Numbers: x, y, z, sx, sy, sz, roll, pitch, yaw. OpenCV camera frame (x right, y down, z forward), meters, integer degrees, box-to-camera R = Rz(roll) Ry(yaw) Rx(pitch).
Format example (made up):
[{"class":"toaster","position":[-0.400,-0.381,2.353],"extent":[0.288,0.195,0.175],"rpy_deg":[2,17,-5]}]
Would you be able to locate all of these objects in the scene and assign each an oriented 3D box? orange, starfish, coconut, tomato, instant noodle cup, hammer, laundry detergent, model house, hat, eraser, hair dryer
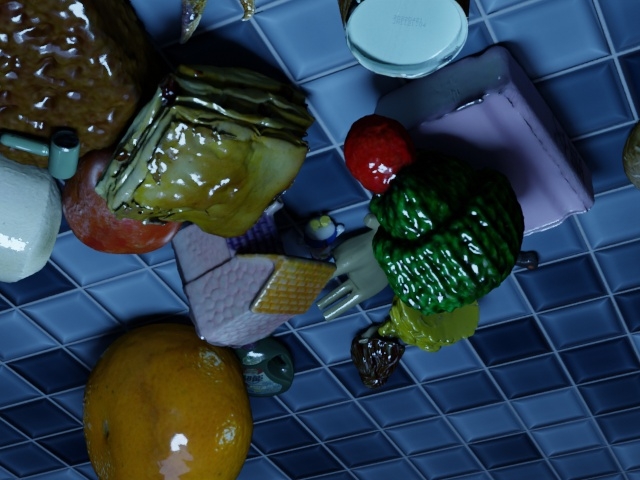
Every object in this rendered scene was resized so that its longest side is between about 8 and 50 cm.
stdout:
[{"class":"orange","position":[-0.318,0.384,2.351],"extent":[0.326,0.424,0.424],"rpy_deg":[-8,150,-36]},{"class":"starfish","position":[-0.202,-0.397,1.632],"extent":[0.238,0.071,0.216],"rpy_deg":[22,143,-11]},{"class":"coconut","position":[-0.594,-0.053,1.927],"extent":[0.266,0.237,0.237],"rpy_deg":[22,136,-24]},{"class":"tomato","position":[-0.336,-0.070,1.933],"extent":[0.232,0.188,0.232],"rpy_deg":[-4,150,-2]},{"class":"instant noodle cup","position":[0.121,-0.358,1.584],"extent":[0.230,0.182,0.230],"rpy_deg":[-1,142,-1]},{"class":"hammer","position":[0.300,0.020,2.180],"extent":[0.288,0.033,0.111],"rpy_deg":[10,140,-13]},{"class":"laundry detergent","position":[-0.134,0.264,2.456],"extent":[0.144,0.078,0.221],"rpy_deg":[-3,139,2]},{"class":"model house","position":[-0.115,0.045,2.054],"extent":[0.237,0.237,0.202],"rpy_deg":[-30,155,27]},{"class":"hat","position":[0.171,-0.068,1.755],"extent":[0.242,0.274,0.332],"rpy_deg":[-28,105,19]},{"class":"eraser","position":[0.280,-0.146,1.905],"extent":[0.272,0.122,0.359],"rpy_deg":[-21,136,27]},{"class":"hair dryer","position":[-0.448,-0.149,1.704],"extent":[0.150,0.047,0.071],"rpy_deg":[17,138,-5]}]

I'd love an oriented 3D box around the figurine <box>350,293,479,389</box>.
[{"class":"figurine","position":[0.166,0.193,2.332],"extent":[0.187,0.168,0.315],"rpy_deg":[-23,170,-38]}]

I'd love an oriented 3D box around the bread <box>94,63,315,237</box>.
[{"class":"bread","position":[-0.163,-0.131,1.768],"extent":[0.324,0.167,0.277],"rpy_deg":[1,132,-51]}]

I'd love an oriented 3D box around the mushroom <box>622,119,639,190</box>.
[{"class":"mushroom","position":[0.605,-0.150,1.911],"extent":[0.151,0.156,0.285],"rpy_deg":[17,147,24]}]

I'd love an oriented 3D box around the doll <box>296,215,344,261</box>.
[{"class":"doll","position":[0.000,0.000,2.139],"extent":[0.099,0.057,0.143],"rpy_deg":[-17,148,-11]}]

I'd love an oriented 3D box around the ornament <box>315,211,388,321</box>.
[{"class":"ornament","position":[0.078,0.037,2.152],"extent":[0.245,0.061,0.230],"rpy_deg":[-32,146,-1]}]

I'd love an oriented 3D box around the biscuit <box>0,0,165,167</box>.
[{"class":"biscuit","position":[-0.451,-0.293,1.679],"extent":[0.343,0.166,0.395],"rpy_deg":[-13,139,13]}]
